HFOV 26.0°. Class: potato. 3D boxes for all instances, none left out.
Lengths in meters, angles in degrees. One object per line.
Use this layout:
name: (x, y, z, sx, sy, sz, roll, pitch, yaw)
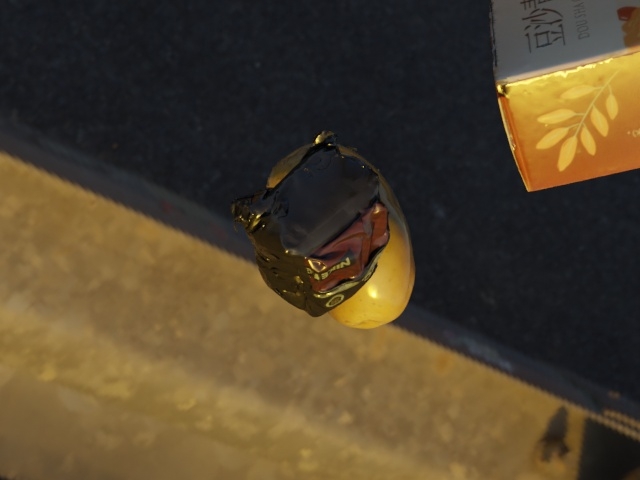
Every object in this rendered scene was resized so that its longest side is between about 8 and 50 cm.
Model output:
potato: (0.029, -0.010, 1.573, 0.234, 0.146, 0.150, 54, 0, 23)

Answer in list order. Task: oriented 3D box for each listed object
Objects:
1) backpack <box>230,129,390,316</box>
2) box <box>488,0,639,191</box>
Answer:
backpack: (0.003, -0.002, 1.175, 0.106, 0.120, 0.165, 41, -13, 28)
box: (0.351, -0.227, 1.254, 0.344, 0.385, 0.122, -84, 157, -53)
